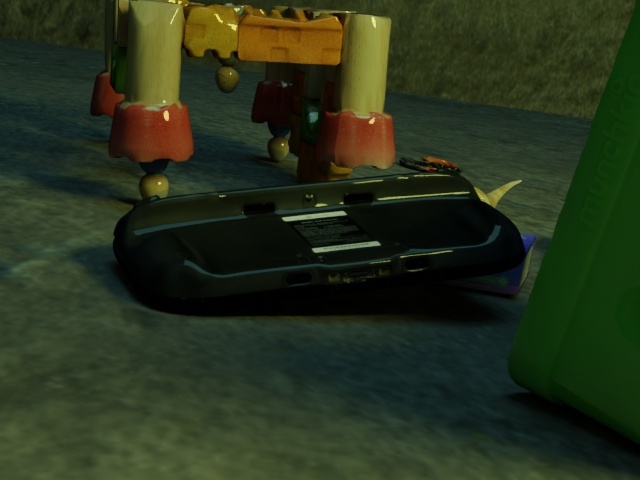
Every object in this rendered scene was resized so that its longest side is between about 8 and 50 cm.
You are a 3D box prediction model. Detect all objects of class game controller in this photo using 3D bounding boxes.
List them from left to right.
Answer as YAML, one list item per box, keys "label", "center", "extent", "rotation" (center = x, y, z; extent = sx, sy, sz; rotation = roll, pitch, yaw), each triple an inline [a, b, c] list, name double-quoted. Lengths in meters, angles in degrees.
- label: "game controller"
  center: [0.000, 0.000, 0.958]
  extent: [0.319, 0.067, 0.166]
  rotation: [-7, 32, -19]

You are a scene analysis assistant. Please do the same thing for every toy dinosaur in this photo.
- label: "toy dinosaur"
  center: [0.178, -0.041, 1.380]
  extent: [0.093, 0.053, 0.183]
  rotation: [25, 22, 7]

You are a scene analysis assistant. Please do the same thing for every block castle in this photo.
- label: "block castle"
  center: [-0.102, -0.166, 1.380]
  extent: [0.303, 0.212, 0.453]
  rotation: [1, 12, -14]

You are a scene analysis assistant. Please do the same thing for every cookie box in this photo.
- label: "cookie box"
  center: [0.143, 0.014, 1.085]
  extent: [0.092, 0.040, 0.107]
  rotation: [9, 12, 14]

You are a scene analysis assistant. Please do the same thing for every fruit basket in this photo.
- label: "fruit basket"
  center: [0.274, -0.068, 0.778]
  extent: [0.283, 0.392, 0.392]
  rotation: [2, 14, -27]

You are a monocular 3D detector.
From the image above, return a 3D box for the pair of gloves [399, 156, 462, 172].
- label: "pair of gloves"
  center: [0.159, -0.108, 1.730]
  extent: [0.083, 0.010, 0.074]
  rotation: [-6, 20, -40]
